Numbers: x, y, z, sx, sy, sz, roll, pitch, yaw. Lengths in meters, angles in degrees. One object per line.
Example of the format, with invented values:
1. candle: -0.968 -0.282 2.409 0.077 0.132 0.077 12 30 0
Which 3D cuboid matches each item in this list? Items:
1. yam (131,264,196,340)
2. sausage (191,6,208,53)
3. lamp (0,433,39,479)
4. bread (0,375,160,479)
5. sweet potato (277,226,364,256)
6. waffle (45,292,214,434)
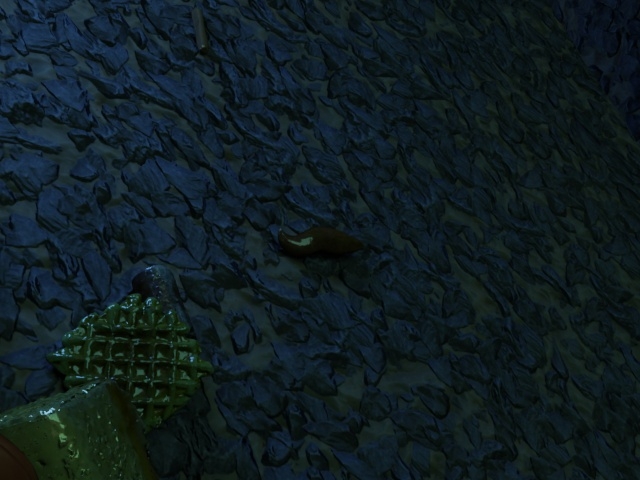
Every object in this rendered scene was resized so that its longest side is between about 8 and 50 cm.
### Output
1. yam: -0.255 0.118 1.881 0.079 0.079 0.141 -1 58 -41
2. sausage: -0.249 -0.434 2.391 0.026 0.026 0.116 12 51 -34
3. lamp: -0.405 0.308 1.302 0.164 0.188 0.187 46 39 -10
4. bread: -0.359 0.358 1.514 0.248 0.279 0.315 -17 98 -84
5. sweet potato: 0.000 0.002 2.220 0.202 0.058 0.055 0 100 -36
6. waffle: -0.289 0.190 1.772 0.208 0.054 0.214 45 62 6
